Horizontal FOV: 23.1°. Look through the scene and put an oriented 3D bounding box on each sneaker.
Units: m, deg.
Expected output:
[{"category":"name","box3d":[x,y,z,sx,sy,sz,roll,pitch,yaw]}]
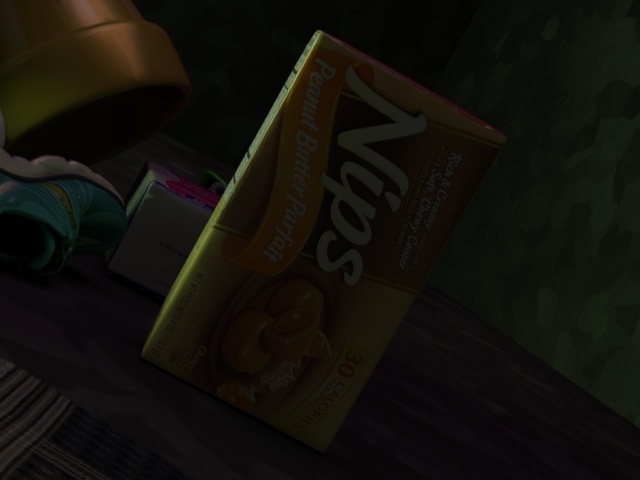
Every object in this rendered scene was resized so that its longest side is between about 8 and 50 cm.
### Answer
[{"category":"sneaker","box3d":[-0.264,-0.011,1.420,0.110,0.107,0.275,52,18,21]}]

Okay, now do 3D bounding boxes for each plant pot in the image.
[{"category":"plant pot","box3d":[-0.307,-0.224,1.797,0.239,0.254,0.254,65,12,9]}]

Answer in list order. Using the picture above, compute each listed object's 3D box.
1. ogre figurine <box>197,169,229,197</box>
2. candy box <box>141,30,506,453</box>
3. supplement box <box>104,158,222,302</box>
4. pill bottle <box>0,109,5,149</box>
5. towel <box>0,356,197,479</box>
[{"category":"ogre figurine","box3d":[-0.134,-0.017,1.945,0.097,0.118,0.197,31,6,27]},{"category":"candy box","box3d":[0.000,0.000,1.350,0.183,0.316,0.087,29,5,-8]},{"category":"supplement box","box3d":[-0.163,-0.006,1.708,0.111,0.114,0.220,27,3,-12]},{"category":"pill bottle","box3d":[-0.364,-0.108,1.491,0.117,0.117,0.215,27,1,-19]},{"category":"towel","box3d":[-0.109,0.155,0.777,0.312,0.056,0.324,32,3,-1]}]
